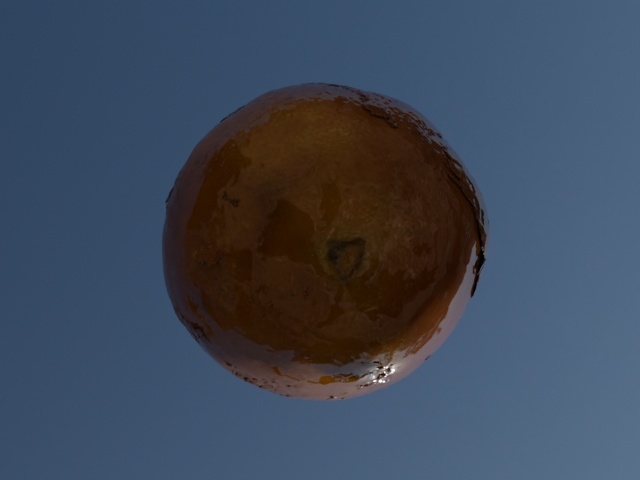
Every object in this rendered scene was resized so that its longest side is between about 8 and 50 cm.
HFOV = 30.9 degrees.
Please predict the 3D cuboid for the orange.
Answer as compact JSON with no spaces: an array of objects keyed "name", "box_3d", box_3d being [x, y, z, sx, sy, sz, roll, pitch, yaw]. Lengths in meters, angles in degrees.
[{"name":"orange","box_3d":[0.000,0.000,0.860,0.240,0.240,0.240,16,-118,-33]}]
